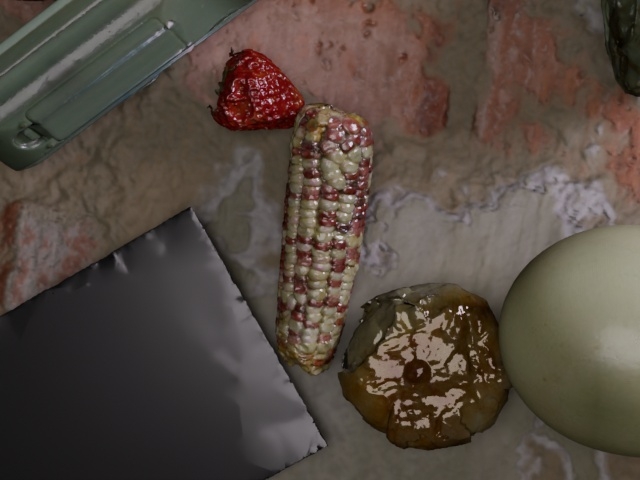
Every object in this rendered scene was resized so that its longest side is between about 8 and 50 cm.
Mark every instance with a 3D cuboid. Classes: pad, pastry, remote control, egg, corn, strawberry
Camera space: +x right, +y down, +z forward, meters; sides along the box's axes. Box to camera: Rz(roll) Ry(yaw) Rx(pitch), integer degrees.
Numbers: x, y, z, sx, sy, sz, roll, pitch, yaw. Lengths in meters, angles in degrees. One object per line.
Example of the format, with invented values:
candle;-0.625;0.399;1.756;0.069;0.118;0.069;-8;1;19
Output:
pad;-0.208;0.162;1.614;0.368;0.007;0.247;-30;91;13
pastry;0.093;0.109;1.545;0.153;0.081;0.153;0;100;-2
remote control;-0.159;-0.180;1.524;0.335;0.128;0.065;-36;56;9
egg;0.272;0.084;1.464;0.254;0.188;0.188;7;96;2
corn;0.000;0.000;1.547;0.080;0.079;0.237;8;99;7
strawberry;-0.052;-0.126;1.550;0.083;0.073;0.073;14;97;-8

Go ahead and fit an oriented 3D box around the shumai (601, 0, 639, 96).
shumai;0.267;-0.219;1.469;0.184;0.184;0.142;-49;64;9
